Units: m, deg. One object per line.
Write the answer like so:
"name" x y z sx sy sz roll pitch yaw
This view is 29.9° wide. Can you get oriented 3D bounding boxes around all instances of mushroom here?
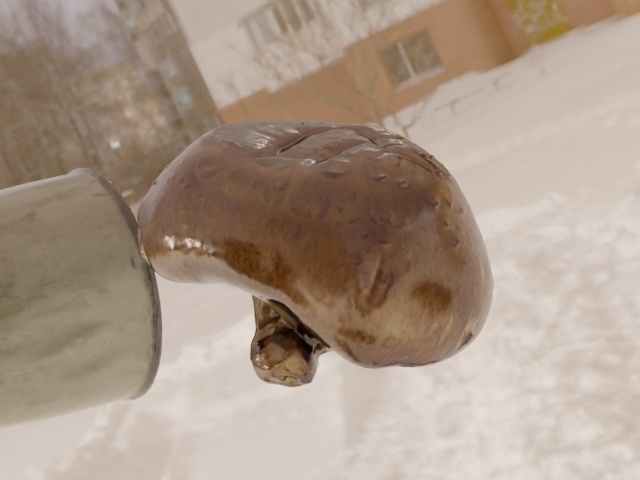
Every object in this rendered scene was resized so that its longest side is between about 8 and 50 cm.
"mushroom" 0.001 -0.013 0.749 0.231 0.138 0.194 18 38 16

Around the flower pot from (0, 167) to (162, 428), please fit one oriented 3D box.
"flower pot" -0.388 0.085 1.386 0.330 0.293 0.294 -14 -1 -35
